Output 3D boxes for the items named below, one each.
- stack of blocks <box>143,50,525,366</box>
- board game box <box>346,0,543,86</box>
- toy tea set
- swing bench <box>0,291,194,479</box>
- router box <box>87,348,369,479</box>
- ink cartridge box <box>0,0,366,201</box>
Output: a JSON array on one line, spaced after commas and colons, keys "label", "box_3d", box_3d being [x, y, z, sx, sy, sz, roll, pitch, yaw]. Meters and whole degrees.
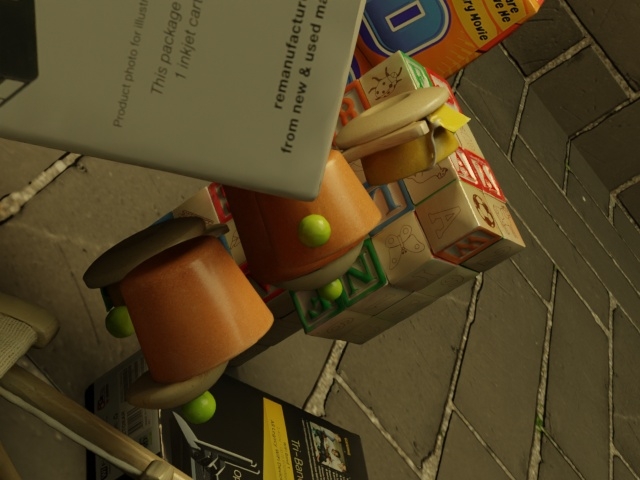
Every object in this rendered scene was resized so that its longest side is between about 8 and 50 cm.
[{"label": "stack of blocks", "box_3d": [0.000, 0.000, 0.951, 0.087, 0.297, 0.171, 19, 44, -55]}, {"label": "board game box", "box_3d": [0.033, -0.341, 1.342, 0.356, 0.356, 0.356, 53, 25, -7]}, {"label": "toy tea set", "box_3d": [-0.027, 0.020, 0.738, 0.336, 0.200, 0.124, -39, 108, -47]}, {"label": "swing bench", "box_3d": [-0.199, 0.167, 0.565, 0.254, 0.165, 0.253, 50, 27, -11]}, {"label": "router box", "box_3d": [-0.049, 0.254, 0.818, 0.243, 0.081, 0.308, 32, 35, -39]}, {"label": "ink cartridge box", "box_3d": [-0.193, -0.158, 0.649, 0.395, 0.166, 0.285, 12, 9, -11]}]
